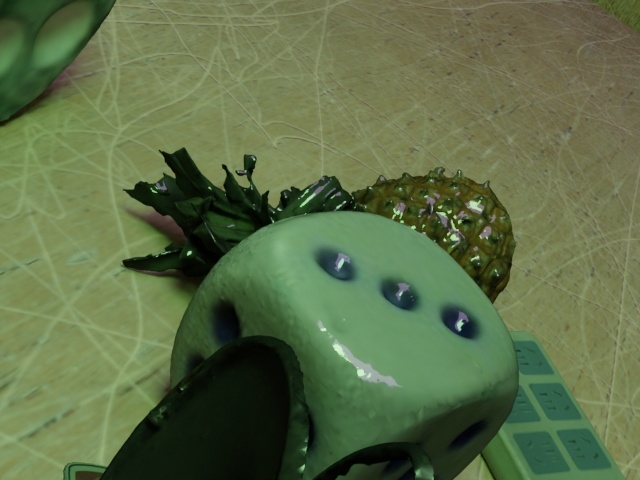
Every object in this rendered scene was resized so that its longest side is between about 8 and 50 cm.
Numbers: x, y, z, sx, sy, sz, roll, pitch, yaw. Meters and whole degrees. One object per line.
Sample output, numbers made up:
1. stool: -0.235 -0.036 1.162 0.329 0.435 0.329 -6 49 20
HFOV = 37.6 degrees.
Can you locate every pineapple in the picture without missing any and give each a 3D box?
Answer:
1. pineapple: 0.000 0.004 0.885 0.365 0.165 0.165 2 42 -23

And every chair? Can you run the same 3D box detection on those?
1. chair: 0.068 0.247 0.488 0.401 0.226 0.226 37 31 -19

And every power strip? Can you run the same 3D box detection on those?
1. power strip: 0.202 0.188 0.868 0.118 0.046 0.270 6 41 -32

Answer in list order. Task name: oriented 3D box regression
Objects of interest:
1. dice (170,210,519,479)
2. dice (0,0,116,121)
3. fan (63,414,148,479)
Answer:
1. dice: 0.015 0.102 0.705 0.192 0.194 0.193 -7 50 -41
2. dice: -0.376 -0.296 0.802 0.348 0.330 0.328 36 35 11
3. fan: -0.113 0.178 0.618 0.132 0.009 0.220 40 13 -20
